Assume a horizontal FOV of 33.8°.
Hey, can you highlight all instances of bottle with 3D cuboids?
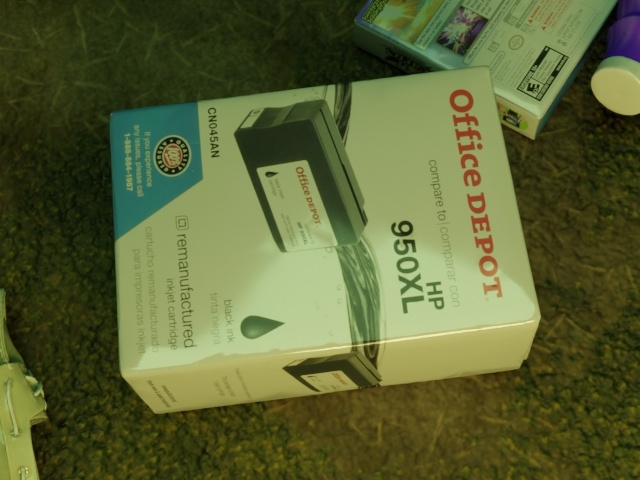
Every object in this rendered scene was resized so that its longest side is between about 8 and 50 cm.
[{"bbox_3d":[0.394,-0.256,1.171,0.118,0.092,0.283,32,64,11],"label":"bottle"}]

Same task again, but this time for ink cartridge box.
[{"bbox_3d":[0.000,0.000,1.075,0.395,0.166,0.285,-7,68,0],"label":"ink cartridge box"}]

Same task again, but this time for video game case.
[{"bbox_3d":[0.212,-0.285,1.233,0.244,0.061,0.269,31,73,14],"label":"video game case"}]

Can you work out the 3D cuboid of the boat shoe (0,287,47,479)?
[{"bbox_3d":[-0.328,0.176,1.074,0.094,0.109,0.302,-3,76,-14],"label":"boat shoe"}]
